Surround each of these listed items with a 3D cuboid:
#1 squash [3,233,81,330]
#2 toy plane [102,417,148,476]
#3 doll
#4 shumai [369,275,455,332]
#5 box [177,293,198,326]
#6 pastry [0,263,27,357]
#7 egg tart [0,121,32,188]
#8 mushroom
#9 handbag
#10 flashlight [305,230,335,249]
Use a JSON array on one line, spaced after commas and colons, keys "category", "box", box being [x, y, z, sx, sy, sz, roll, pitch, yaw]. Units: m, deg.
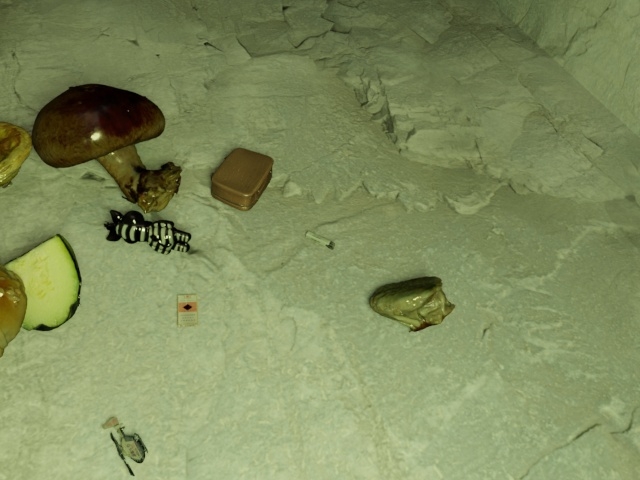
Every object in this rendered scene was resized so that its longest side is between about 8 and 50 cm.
[{"category": "squash", "box": [-0.599, 0.108, 1.178, 0.192, 0.085, 0.184, -30, 82, 1]}, {"category": "toy plane", "box": [-0.368, 0.387, 1.010, 0.049, 0.031, 0.120, -31, 64, -24]}, {"category": "doll", "box": [-0.432, -0.020, 1.325, 0.219, 0.091, 0.067, 13, 24, 0]}, {"category": "shumai", "box": [0.226, 0.162, 1.302, 0.201, 0.201, 0.120, -21, 97, -29]}, {"category": "box", "box": [-0.310, 0.163, 1.236, 0.046, 0.012, 0.083, -2, 49, -14]}, {"category": "pastry", "box": [-0.737, 0.150, 1.006, 0.284, 0.184, 0.315, 27, 60, 9]}, {"category": "egg tart", "box": [-0.860, -0.210, 1.370, 0.241, 0.106, 0.241, 0, 51, 0]}, {"category": "mushroom", "box": [-0.563, -0.260, 1.446, 0.334, 0.356, 0.331, -8, 40, 32]}, {"category": "handbag", "box": [-0.229, -0.181, 1.529, 0.151, 0.072, 0.193, 19, 49, 4]}, {"category": "flashlight", "box": [0.000, 0.000, 1.453, 0.083, 0.018, 0.018, 25, 48, 10]}]
